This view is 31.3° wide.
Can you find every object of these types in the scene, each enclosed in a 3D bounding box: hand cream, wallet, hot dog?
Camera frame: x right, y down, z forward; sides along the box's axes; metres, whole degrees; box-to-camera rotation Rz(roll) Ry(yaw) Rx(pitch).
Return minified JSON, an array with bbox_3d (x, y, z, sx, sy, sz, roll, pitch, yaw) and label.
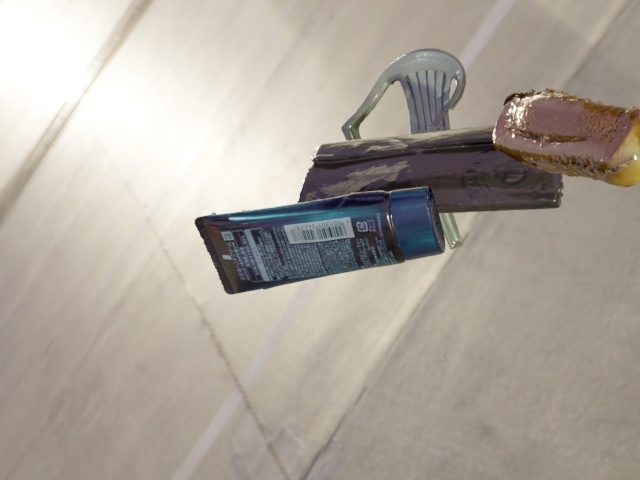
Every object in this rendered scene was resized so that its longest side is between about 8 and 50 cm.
[{"bbox_3d":[0.000,0.000,1.287,0.270,0.120,0.061,-10,39,13],"label":"hand cream"},{"bbox_3d":[0.137,-0.091,1.419,0.321,0.044,0.170,-3,38,13],"label":"wallet"},{"bbox_3d":[0.250,-0.102,1.124,0.289,0.068,0.083,-144,68,-70],"label":"hot dog"}]

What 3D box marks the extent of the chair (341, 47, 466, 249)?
[{"bbox_3d":[0.164,-0.153,1.901,0.203,0.275,0.190,7,38,42],"label":"chair"}]
